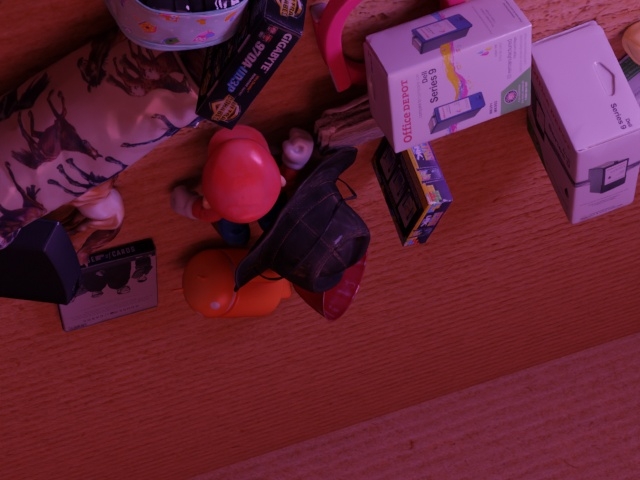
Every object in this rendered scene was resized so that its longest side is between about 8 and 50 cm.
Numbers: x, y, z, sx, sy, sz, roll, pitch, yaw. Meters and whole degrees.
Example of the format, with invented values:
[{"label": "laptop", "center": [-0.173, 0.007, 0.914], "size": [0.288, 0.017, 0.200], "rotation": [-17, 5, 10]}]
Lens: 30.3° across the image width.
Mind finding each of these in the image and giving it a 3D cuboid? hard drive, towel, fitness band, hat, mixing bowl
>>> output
[{"label": "hard drive", "center": [-0.456, 0.031, 1.785], "size": [0.172, 0.054, 0.255], "rotation": [7, 157, -1]}, {"label": "towel", "center": [0.121, -0.203, 1.792], "size": [0.282, 0.049, 0.187], "rotation": [-19, 176, -6]}, {"label": "fitness band", "center": [0.097, -0.298, 1.620], "size": [0.209, 0.054, 0.291], "rotation": [-24, 158, -1]}, {"label": "hat", "center": [0.000, 0.000, 1.889], "size": [0.331, 0.134, 0.331], "rotation": [-50, 174, -8]}, {"label": "mixing bowl", "center": [0.007, 0.048, 2.183], "size": [0.098, 0.181, 0.181], "rotation": [19, 167, 21]}]

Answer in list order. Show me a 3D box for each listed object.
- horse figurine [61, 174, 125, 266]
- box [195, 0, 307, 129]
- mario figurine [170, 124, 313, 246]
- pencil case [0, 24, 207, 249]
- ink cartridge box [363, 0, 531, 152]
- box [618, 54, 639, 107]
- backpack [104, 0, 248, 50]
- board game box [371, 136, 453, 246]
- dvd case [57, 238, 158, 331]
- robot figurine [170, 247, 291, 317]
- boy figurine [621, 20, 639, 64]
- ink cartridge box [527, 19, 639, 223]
[{"label": "horse figurine", "center": [-0.358, -0.049, 1.760], "size": [0.174, 0.066, 0.263], "rotation": [-15, 154, 2]}, {"label": "box", "center": [-0.073, -0.262, 1.347], "size": [0.051, 0.220, 0.175], "rotation": [22, 138, -20]}, {"label": "mario figurine", "center": [-0.121, -0.102, 1.823], "size": [0.198, 0.170, 0.320], "rotation": [-55, 172, -12]}, {"label": "pencil case", "center": [-0.300, -0.139, 1.493], "size": [0.410, 0.160, 0.183], "rotation": [-29, 141, 16]}, {"label": "ink cartridge box", "center": [0.175, -0.230, 1.615], "size": [0.212, 0.093, 0.154], "rotation": [-18, 141, -7]}, {"label": "box", "center": [0.547, -0.261, 2.017], "size": [0.102, 0.087, 0.101], "rotation": [1, 149, -41]}, {"label": "backpack", "center": [-0.158, -0.290, 1.248], "size": [0.166, 0.188, 0.144], "rotation": [-10, 154, -26]}, {"label": "board game box", "center": [0.147, -0.098, 1.936], "size": [0.048, 0.170, 0.141], "rotation": [-9, 155, -21]}, {"label": "dvd case", "center": [-0.375, 0.082, 2.070], "size": [0.179, 0.029, 0.239], "rotation": [-15, 156, -14]}, {"label": "robot figurine", "center": [-0.156, 0.077, 2.118], "size": [0.219, 0.158, 0.128], "rotation": [1, 114, -42]}, {"label": "boy figurine", "center": [0.618, -0.313, 1.937], "size": [0.285, 0.092, 0.177], "rotation": [-8, 122, -24]}, {"label": "ink cartridge box", "center": [0.427, -0.187, 1.929], "size": [0.121, 0.211, 0.289], "rotation": [-20, 156, 2]}]
